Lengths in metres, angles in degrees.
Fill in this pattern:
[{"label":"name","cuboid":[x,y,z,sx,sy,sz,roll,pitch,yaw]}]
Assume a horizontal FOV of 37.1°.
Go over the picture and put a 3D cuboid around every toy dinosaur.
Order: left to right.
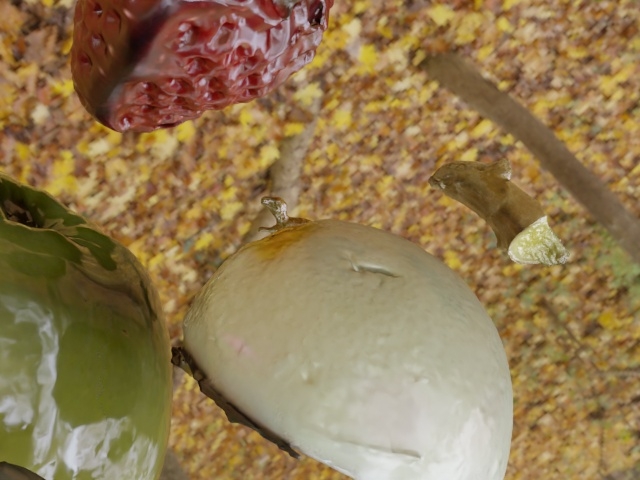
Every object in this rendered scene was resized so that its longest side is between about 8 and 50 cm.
[{"label":"toy dinosaur","cuboid":[0.000,0.000,1.234,0.162,0.039,0.126,1,119,0]}]

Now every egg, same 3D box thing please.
[{"label":"egg","cuboid":[0.047,0.098,0.835,0.201,0.337,0.337,-60,159,0]}]

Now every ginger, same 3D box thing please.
[{"label":"ginger","cuboid":[0.156,-0.028,0.821,0.044,0.137,0.057,-14,141,-44]}]

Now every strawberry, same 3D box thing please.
[{"label":"strawberry","cuboid":[-0.173,-0.283,1.173,0.345,0.295,0.317,-37,178,32]}]

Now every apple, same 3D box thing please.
[{"label":"apple","cuboid":[-0.372,0.152,0.971,0.473,0.474,0.474,-33,160,-14]}]

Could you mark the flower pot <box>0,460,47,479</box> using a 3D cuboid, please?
[{"label":"flower pot","cuboid":[-0.197,0.226,0.573,0.235,0.140,0.235,-49,-175,6]}]
